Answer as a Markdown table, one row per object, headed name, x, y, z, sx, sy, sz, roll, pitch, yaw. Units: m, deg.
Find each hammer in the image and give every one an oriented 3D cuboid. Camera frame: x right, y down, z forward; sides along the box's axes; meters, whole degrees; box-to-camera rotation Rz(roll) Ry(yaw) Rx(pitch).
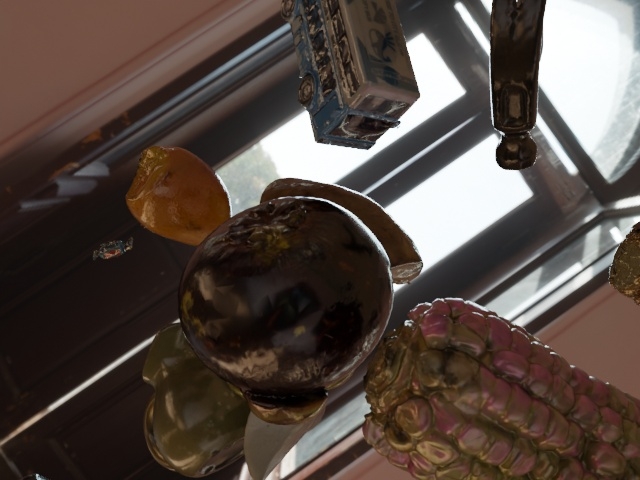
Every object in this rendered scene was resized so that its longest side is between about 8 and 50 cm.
| name | x | y | z | sx | sy | sz | roll | pitch | yaw |
| --- | --- | --- | --- | --- | --- | --- | --- | --- | --- |
| hammer | 0.226 | -0.282 | 0.587 | 0.044 | 0.440 | 0.168 | 4 | -38 | 22 |

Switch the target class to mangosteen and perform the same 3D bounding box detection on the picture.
| name | x | y | z | sx | sy | sz | roll | pitch | yaw |
| --- | --- | --- | --- | --- | --- | --- | --- | --- | --- |
| mangosteen | -0.026 | 0.071 | 0.504 | 0.192 | 0.192 | 0.217 | -129 | -154 | -55 |

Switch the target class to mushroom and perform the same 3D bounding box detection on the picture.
| name | x | y | z | sx | sy | sz | roll | pitch | yaw |
| --- | --- | --- | --- | --- | --- | --- | --- | --- | --- |
| mushroom | -0.066 | 0.372 | 1.187 | 0.126 | 0.177 | 0.397 | 31 | -2 | 10 |
| mushroom | 0.026 | -0.035 | 1.323 | 0.224 | 0.313 | 0.398 | 19 | 43 | -56 |

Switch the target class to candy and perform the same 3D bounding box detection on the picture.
| name | x | y | z | sx | sy | sz | roll | pitch | yaw |
| --- | --- | --- | --- | --- | --- | --- | --- | --- | --- |
| candy | -0.353 | 0.013 | 0.939 | 0.020 | 0.083 | 0.030 | 54 | 29 | -48 |

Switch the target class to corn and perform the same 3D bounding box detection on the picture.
| name | x | y | z | sx | sy | sz | roll | pitch | yaw |
| --- | --- | --- | --- | --- | --- | --- | --- | --- | --- |
| corn | 0.185 | 0.150 | 0.375 | 0.335 | 0.127 | 0.126 | 27 | -2 | -4 |

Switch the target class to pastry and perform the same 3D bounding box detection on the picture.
| name | x | y | z | sx | sy | sz | roll | pitch | yaw |
| --- | --- | --- | --- | --- | --- | --- | --- | --- | --- |
| pastry | 0.784 | 0.044 | 1.290 | 0.229 | 0.218 | 0.100 | 59 | -2 | -37 |

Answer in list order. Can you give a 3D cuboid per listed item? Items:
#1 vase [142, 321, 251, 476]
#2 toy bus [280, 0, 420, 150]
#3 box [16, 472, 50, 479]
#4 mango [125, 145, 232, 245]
| name | x | y | z | sx | sy | sz | roll | pitch | yaw |
| --- | --- | --- | --- | --- | --- | --- | --- | --- | --- |
| vase | -0.306 | 0.388 | 1.267 | 0.240 | 0.329 | 0.302 | 7 | 41 | -56 |
| toy bus | 0.028 | -0.275 | 0.711 | 0.131 | 0.106 | 0.297 | -34 | -118 | 50 |
| box | -0.315 | 0.414 | 0.688 | 0.230 | 0.050 | 0.160 | 47 | -16 | 38 |
| mango | -0.285 | -0.081 | 1.208 | 0.138 | 0.187 | 0.257 | 21 | -9 | 43 |
